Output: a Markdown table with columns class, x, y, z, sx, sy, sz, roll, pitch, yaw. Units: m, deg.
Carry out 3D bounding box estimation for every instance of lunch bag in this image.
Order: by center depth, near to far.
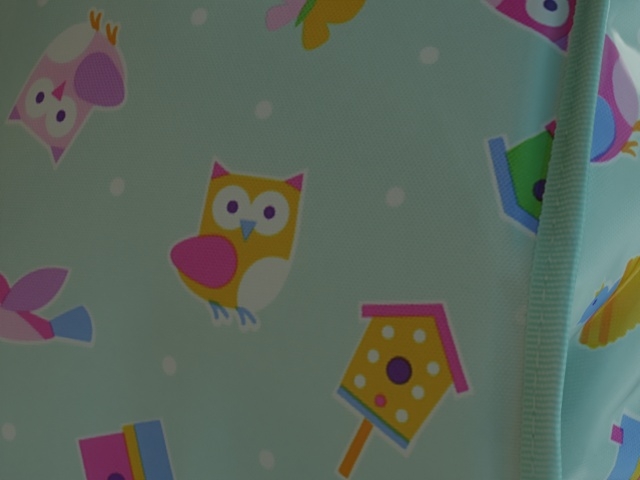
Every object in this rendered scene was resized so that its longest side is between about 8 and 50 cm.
| class | x | y | z | sx | sy | sz | roll | pitch | yaw |
| --- | --- | --- | --- | --- | --- | --- | --- | --- | --- |
| lunch bag | 0.000 | 0.000 | 0.497 | 0.223 | 0.160 | 0.262 | 1 | -111 | 27 |
